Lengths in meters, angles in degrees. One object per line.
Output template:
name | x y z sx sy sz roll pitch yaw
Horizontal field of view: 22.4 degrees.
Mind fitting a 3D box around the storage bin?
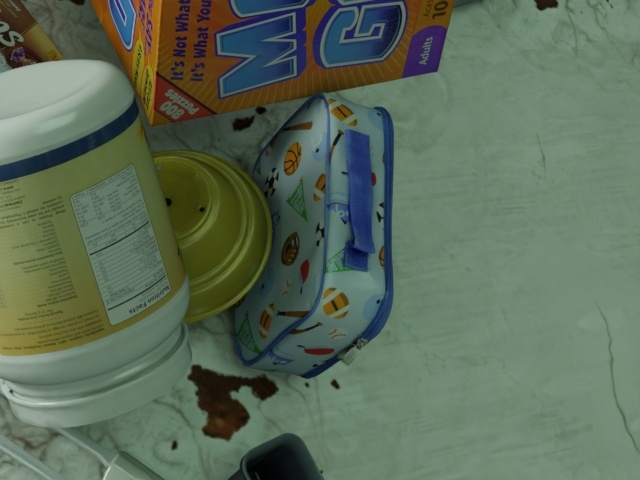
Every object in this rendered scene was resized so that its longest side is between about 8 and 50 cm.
storage bin | -0.042 0.286 1.736 0.098 0.091 0.135 -22 80 -37

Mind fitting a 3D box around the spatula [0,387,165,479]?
spatula | -0.268 0.243 1.650 0.242 0.019 0.168 35 42 -5

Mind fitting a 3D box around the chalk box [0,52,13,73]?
chalk box | -0.438 -0.133 1.682 0.213 0.132 0.132 -37 89 -38

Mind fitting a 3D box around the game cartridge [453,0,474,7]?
game cartridge | 0.137 -0.458 2.252 0.198 0.062 0.297 -24 80 -33

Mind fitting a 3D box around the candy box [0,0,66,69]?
candy box | -0.364 -0.212 1.817 0.109 0.053 0.186 -35 89 -39

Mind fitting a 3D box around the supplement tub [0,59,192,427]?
supplement tub | -0.259 0.002 1.595 0.228 0.228 0.316 -33 118 -39

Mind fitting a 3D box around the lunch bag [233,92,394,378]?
lunch bag | 0.000 0.000 1.811 0.115 0.243 0.303 14 59 -25

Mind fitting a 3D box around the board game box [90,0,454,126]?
board game box | -0.068 -0.400 1.792 0.357 0.356 0.356 -13 52 -20

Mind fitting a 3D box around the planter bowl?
planter bowl | -0.163 -0.024 1.759 0.217 0.090 0.217 -1 65 1
